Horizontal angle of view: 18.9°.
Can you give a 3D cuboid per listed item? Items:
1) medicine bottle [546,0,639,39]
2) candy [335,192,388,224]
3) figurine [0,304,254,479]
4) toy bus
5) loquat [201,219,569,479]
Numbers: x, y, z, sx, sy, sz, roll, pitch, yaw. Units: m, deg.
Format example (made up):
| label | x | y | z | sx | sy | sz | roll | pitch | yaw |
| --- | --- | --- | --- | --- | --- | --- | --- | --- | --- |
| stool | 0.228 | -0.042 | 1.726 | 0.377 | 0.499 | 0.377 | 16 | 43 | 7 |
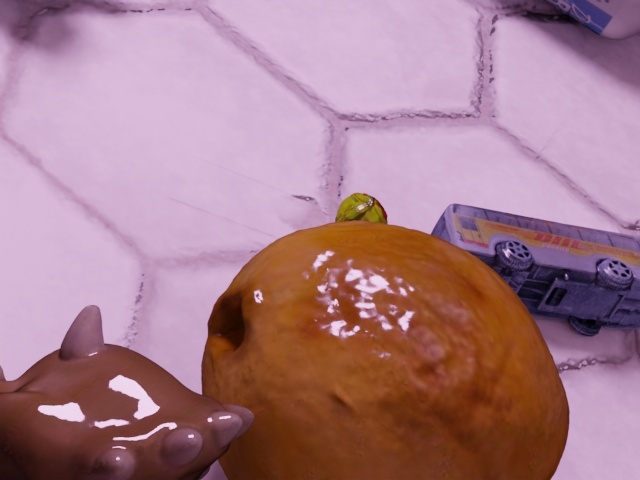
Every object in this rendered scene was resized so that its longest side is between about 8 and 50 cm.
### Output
| label | x | y | z | sx | sy | sz | roll | pitch | yaw |
| --- | --- | --- | --- | --- | --- | --- | --- | --- | --- |
| medicine bottle | 0.238 | -0.281 | 1.706 | 0.289 | 0.157 | 0.157 | 34 | 42 | 2 |
| candy | 0.000 | 0.000 | 1.396 | 0.123 | 0.035 | 0.035 | -29 | 24 | -35 |
| figurine | -0.098 | 0.159 | 1.071 | 0.247 | 0.177 | 0.173 | 33 | 59 | 19 |
| toy bus | 0.169 | 0.021 | 1.446 | 0.191 | 0.064 | 0.075 | 10 | 40 | -22 |
| loquat | 0.039 | 0.096 | 1.196 | 0.238 | 0.193 | 0.238 | 34 | 29 | -22 |
